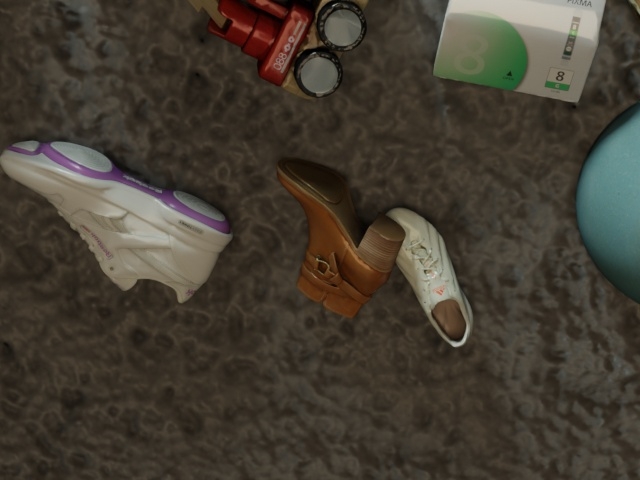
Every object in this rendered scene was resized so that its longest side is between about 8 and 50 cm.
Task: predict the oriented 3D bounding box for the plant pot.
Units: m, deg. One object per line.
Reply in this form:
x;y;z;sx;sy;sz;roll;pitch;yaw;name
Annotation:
0.458;-0.023;1.446;0.290;0.195;0.290;1;108;4;plant pot

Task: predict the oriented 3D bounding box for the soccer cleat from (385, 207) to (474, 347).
0.141;0.046;1.554;0.068;0.076;0.196;-28;103;12;soccer cleat

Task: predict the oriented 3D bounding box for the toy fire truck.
-0.062;-0.313;1.432;0.246;0.158;0.217;23;109;-14;toy fire truck

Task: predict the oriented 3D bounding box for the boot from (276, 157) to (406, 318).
0.000;0.000;1.557;0.197;0.073;0.152;39;128;13;boot

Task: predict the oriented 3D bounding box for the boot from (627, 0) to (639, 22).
0.467;-0.348;1.395;0.269;0.089;0.236;-34;104;15;boot

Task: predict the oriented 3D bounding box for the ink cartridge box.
0.239;-0.276;1.415;0.181;0.056;0.225;11;133;1;ink cartridge box

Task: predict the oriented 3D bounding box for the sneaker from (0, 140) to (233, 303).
-0.272;-0.021;1.544;0.305;0.114;0.152;26;107;-4;sneaker
